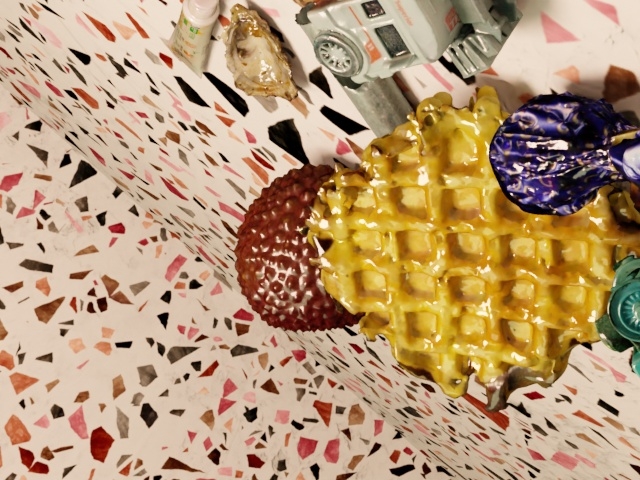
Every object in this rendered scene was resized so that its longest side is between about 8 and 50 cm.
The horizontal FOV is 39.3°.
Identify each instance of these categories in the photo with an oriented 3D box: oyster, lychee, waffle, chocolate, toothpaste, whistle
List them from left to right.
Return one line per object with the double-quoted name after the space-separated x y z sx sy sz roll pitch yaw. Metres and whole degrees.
-0.191 -0.309 1.340 0.056 0.058 0.314 -4 176 -14 "toothpaste"
-0.088 -0.259 1.248 0.105 0.056 0.177 11 151 35 "oyster"
-0.005 0.019 1.461 0.276 0.276 0.304 30 129 27 "lychee"
0.074 -0.173 1.119 0.062 0.062 0.312 18 155 50 "whistle"
0.179 0.014 1.051 0.379 0.095 0.382 42 122 -11 "waffle"
0.275 -0.067 0.759 0.148 0.126 0.343 45 174 -16 "chocolate"

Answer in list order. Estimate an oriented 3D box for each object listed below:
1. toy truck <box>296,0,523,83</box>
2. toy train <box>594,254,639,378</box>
0.044 -0.275 0.792 0.184 0.133 0.338 3 141 48 "toy truck"
0.383 0.068 0.882 0.163 0.203 0.112 51 -155 3 "toy train"
